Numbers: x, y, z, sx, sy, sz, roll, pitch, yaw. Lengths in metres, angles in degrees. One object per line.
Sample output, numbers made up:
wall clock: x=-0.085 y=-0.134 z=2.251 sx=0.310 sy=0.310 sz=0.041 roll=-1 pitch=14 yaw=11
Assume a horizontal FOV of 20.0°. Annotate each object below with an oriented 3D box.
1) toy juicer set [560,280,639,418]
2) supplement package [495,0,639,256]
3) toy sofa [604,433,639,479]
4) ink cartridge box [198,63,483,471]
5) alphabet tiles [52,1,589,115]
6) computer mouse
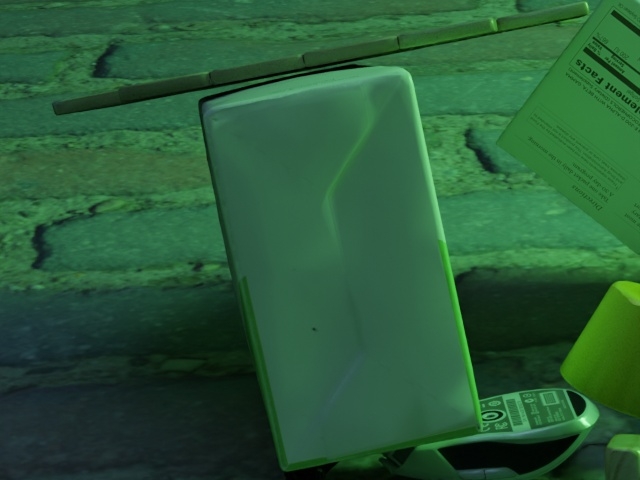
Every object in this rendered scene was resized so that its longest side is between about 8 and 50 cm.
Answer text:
toy juicer set: x=0.310 y=0.122 z=1.023 sx=0.329 sy=0.089 sz=0.209 roll=27 pitch=15 yaw=25
supplement package: x=0.288 y=-0.066 z=1.247 sx=0.262 sy=0.145 sz=0.204 roll=40 pitch=31 yaw=6
toy sofa: x=0.299 y=0.179 z=0.803 sx=0.362 sy=0.177 sz=0.150 roll=0 pitch=-2 yaw=11
ink cartridge box: x=0.000 y=0.000 z=1.132 sx=0.119 sy=0.207 sz=0.353 roll=-12 pitch=6 yaw=-3
alphabet tiles: x=0.006 y=-0.122 z=1.207 sx=0.342 sy=0.011 sz=0.285 roll=-10 pitch=5 yaw=8
computer mouse: x=0.072 y=0.129 z=1.082 sx=0.193 sy=0.042 sz=0.106 roll=-8 pitch=16 yaw=3
